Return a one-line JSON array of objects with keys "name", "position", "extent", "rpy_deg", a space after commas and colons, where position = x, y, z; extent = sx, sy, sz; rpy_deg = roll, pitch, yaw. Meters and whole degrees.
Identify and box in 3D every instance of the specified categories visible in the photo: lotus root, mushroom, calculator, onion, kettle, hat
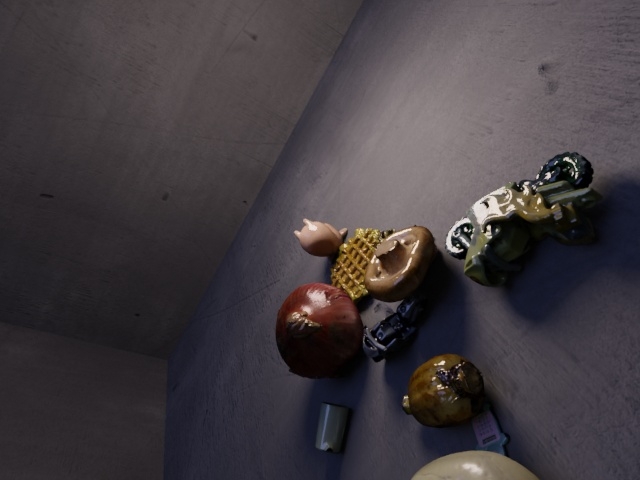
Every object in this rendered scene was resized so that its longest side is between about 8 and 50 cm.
[{"name": "lotus root", "position": [0.308, 0.385, 1.101], "extent": [0.314, 0.141, 0.170], "rpy_deg": [128, 158, -52]}, {"name": "mushroom", "position": [0.244, 0.069, 1.329], "extent": [0.278, 0.146, 0.278], "rpy_deg": [-41, 19, 18]}, {"name": "calculator", "position": [0.395, 0.460, 1.016], "extent": [0.094, 0.019, 0.141], "rpy_deg": [-46, 33, 31]}, {"name": "onion", "position": [-0.004, 0.332, 1.571], "extent": [0.353, 0.353, 0.354], "rpy_deg": [-42, 36, 40]}, {"name": "kettle", "position": [0.030, 0.630, 1.468], "extent": [0.126, 0.098, 0.148], "rpy_deg": [-9, 64, 53]}, {"name": "hat", "position": [0.257, 0.003, 1.582], "extent": [0.076, 0.059, 0.077], "rpy_deg": [-21, 55, 34]}]

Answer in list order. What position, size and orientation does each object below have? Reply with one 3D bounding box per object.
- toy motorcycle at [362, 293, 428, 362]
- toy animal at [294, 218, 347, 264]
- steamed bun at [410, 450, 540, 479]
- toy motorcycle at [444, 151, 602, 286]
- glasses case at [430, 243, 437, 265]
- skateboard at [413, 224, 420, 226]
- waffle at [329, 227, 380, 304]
[{"name": "toy motorcycle", "position": [0.221, 0.273, 1.334], "extent": [0.106, 0.159, 0.271], "rpy_deg": [46, 114, 38]}, {"name": "toy animal", "position": [0.010, -0.004, 1.846], "extent": [0.166, 0.250, 0.154], "rpy_deg": [-49, 63, 15]}, {"name": "steamed bun", "position": [0.331, 0.578, 0.811], "extent": [0.312, 0.232, 0.334], "rpy_deg": [-38, 47, 40]}, {"name": "toy motorcycle", "position": [0.483, -0.036, 1.076], "extent": [0.410, 0.168, 0.237], "rpy_deg": [-41, 38, 41]}, {"name": "glasses case", "position": [0.316, 0.089, 1.412], "extent": [0.195, 0.049, 0.073], "rpy_deg": [-58, 29, 17]}, {"name": "skateboard", "position": [0.306, 0.019, 1.475], "extent": [0.151, 0.067, 0.080], "rpy_deg": [-58, -2, 9]}, {"name": "waffle", "position": [0.140, 0.102, 1.708], "extent": [0.302, 0.068, 0.325], "rpy_deg": [-32, 41, 49]}]
